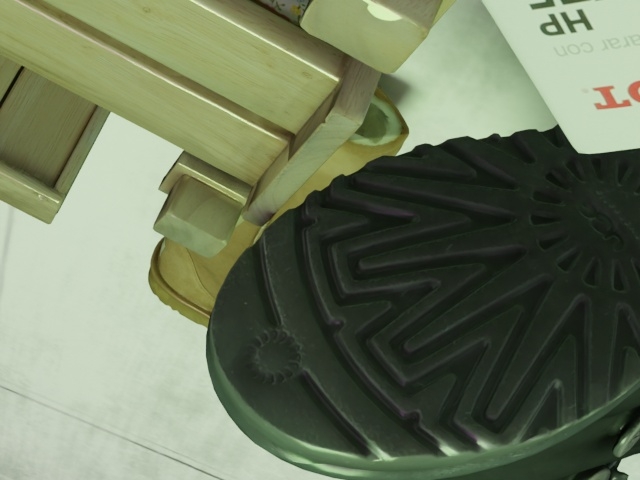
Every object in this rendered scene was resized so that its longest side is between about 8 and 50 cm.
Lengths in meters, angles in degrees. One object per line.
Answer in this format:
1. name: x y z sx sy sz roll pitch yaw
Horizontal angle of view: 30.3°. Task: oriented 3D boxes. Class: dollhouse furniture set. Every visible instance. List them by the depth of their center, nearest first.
1. dollhouse furniture set: -0.117 -0.155 0.502 0.303 0.174 0.355 27 158 -11

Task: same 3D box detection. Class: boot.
1. boot: 0.091 0.110 0.710 0.367 0.146 0.445 -20 154 -21
2. boot: 0.000 0.000 0.799 0.236 0.089 0.269 23 145 -5

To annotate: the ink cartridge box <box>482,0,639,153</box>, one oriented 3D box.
1. ink cartridge box: 0.132 -0.192 0.353 0.198 0.197 0.270 -5 140 39
